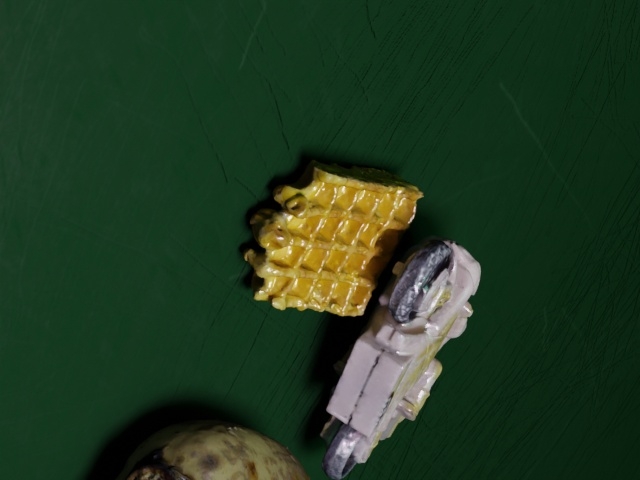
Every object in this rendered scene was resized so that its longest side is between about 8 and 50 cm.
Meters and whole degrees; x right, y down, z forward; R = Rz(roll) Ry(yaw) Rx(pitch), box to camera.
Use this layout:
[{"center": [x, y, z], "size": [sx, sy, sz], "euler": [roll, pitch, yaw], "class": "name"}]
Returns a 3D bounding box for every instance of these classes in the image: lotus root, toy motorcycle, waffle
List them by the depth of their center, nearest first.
[{"center": [0.000, 0.000, 1.886], "size": [0.211, 0.055, 0.160], "euler": [5, 115, -55], "class": "waffle"}, {"center": [-0.104, 0.277, 1.911], "size": [0.173, 0.173, 0.309], "euler": [-58, 148, 4], "class": "lotus root"}, {"center": [0.094, 0.111, 2.045], "size": [0.223, 0.108, 0.341], "euler": [-42, 159, -53], "class": "toy motorcycle"}]
